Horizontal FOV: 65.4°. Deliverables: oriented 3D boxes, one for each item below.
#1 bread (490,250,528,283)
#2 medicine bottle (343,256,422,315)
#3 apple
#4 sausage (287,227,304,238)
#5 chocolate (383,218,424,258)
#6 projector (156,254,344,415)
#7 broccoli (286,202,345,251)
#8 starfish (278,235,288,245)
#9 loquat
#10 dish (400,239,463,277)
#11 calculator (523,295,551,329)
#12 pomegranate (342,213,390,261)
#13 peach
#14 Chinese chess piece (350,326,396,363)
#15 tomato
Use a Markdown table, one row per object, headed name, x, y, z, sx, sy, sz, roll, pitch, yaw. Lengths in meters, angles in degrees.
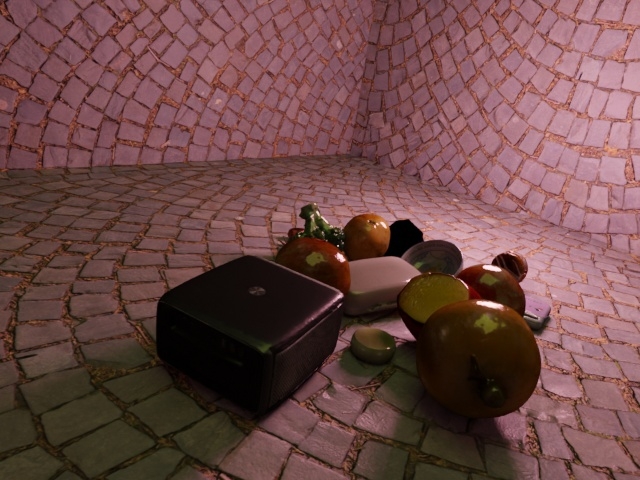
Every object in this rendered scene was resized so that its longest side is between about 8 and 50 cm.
| name | x | y | z | sx | sy | sz | roll | pitch | yaw |
| --- | --- | --- | --- | --- | --- | --- | --- | --- | --- |
| bread | 0.847 | 0.127 | 2.241 | 0.160 | 0.160 | 0.073 | 24 | 22 | 34 |
| medicine bottle | 0.208 | 0.166 | 1.912 | 0.375 | 0.122 | 0.282 | -8 | 27 | -25 |
| apple | -0.023 | 0.122 | 1.712 | 0.250 | 0.277 | 0.309 | -12 | 26 | 0 |
| sausage | -0.112 | -0.029 | 2.392 | 0.094 | 0.054 | 0.059 | -2 | 24 | -25 |
| chocolate | 0.401 | 0.049 | 2.333 | 0.177 | 0.206 | 0.224 | 49 | 3 | -42 |
| projector | -0.192 | 0.247 | 1.415 | 0.395 | 0.242 | 0.405 | 21 | 26 | 24 |
| broccoli | -0.021 | -0.025 | 2.137 | 0.270 | 0.270 | 0.270 | -12 | 1 | 0 |
| starfish | -0.145 | 0.015 | 2.285 | 0.130 | 0.041 | 0.133 | 3 | 14 | -38 |
| loquat | 0.425 | 0.325 | 1.331 | 0.329 | 0.328 | 0.359 | 9 | 16 | 1 |
| dish | 0.475 | 0.137 | 2.109 | 0.273 | 0.133 | 0.273 | -16 | 38 | 13 |
| calculator | 0.824 | 0.285 | 1.977 | 0.141 | 0.045 | 0.246 | 22 | 26 | 30 |
| pomegranate | 0.200 | -0.011 | 2.231 | 0.233 | 0.233 | 0.233 | 8 | 21 | -3 |
| peach | 0.380 | 0.241 | 1.638 | 0.249 | 0.245 | 0.275 | -21 | 36 | -40 |
| Chinese chess piece | 0.167 | 0.333 | 1.584 | 0.144 | 0.058 | 0.144 | 9 | 20 | -3 |
| tomato | 0.602 | 0.205 | 1.769 | 0.223 | 0.270 | 0.270 | -27 | 32 | -11 |
